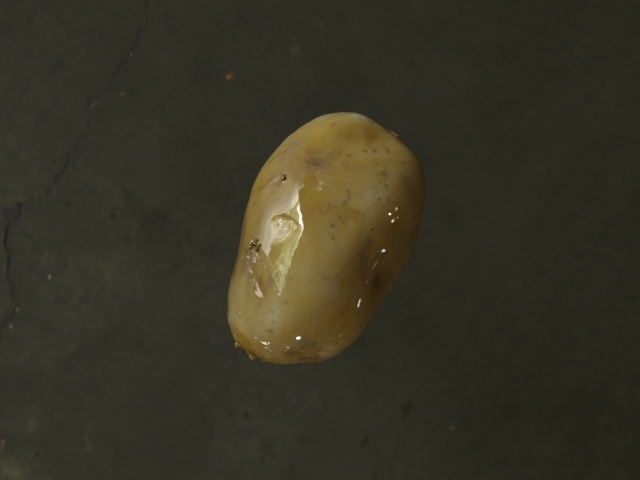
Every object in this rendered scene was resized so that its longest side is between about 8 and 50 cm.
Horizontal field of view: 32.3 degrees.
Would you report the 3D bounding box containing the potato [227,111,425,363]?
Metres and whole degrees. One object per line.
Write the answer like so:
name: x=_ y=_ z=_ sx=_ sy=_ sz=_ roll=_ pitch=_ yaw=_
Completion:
potato: x=0.000 y=0.000 z=0.723 sx=0.178 sy=0.118 sz=0.109 roll=-66 pitch=151 yaw=-10
